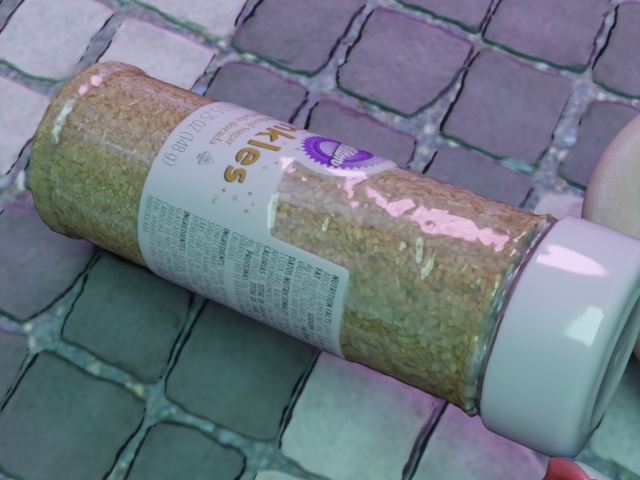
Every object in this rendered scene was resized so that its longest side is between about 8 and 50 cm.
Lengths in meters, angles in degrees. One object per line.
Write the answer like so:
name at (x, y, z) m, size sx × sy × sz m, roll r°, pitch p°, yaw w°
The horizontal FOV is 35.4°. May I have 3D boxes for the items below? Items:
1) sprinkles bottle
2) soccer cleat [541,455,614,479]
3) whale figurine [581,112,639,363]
sprinkles bottle at (0.000, 0.000, 0.577) m, size 0.355 × 0.121 × 0.121 m, roll 21°, pitch 71°, yaw 24°
soccer cleat at (0.038, 0.232, 0.497) m, size 0.318 × 0.116 × 0.108 m, roll -39°, pitch 35°, yaw -2°
whale figurine at (0.251, 0.044, 0.596) m, size 0.216 × 0.141 × 0.272 m, roll -5°, pitch 90°, yaw 23°
